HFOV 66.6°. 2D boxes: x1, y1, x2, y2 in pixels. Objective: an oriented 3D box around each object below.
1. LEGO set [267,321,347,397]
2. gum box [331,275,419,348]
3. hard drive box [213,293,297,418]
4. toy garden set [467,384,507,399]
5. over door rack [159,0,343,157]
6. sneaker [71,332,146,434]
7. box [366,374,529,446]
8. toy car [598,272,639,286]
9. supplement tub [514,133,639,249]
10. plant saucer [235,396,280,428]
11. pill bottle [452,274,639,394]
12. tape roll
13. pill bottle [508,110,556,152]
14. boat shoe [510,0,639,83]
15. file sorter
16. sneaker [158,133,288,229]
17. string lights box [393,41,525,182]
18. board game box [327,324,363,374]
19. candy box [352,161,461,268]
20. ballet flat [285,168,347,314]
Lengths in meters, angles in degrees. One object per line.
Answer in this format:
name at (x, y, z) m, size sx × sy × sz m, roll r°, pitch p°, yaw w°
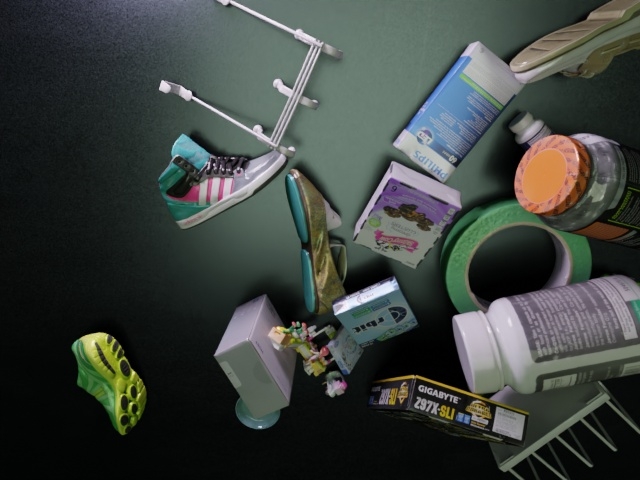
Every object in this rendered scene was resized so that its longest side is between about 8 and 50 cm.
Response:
LEGO set at (-0.015, 0.250, 1.178) m, size 0.107 × 0.132 × 0.287 m, roll -33°, pitch 125°, yaw 6°
gum box at (0.133, 0.175, 1.150) m, size 0.157 × 0.041 × 0.184 m, roll -24°, pitch 138°, yaw 9°
hard drive box at (-0.139, 0.259, 1.134) m, size 0.089 × 0.232 × 0.181 m, roll -26°, pitch 104°, yaw 10°
toy garden set at (0.535, 0.410, 1.249) m, size 0.204 × 0.049 × 0.244 m, roll -39°, pitch 102°, yaw 13°
over door rack at (-0.140, -0.351, 1.018) m, size 0.324 × 0.108 × 0.239 m, roll 29°, pitch 107°, yaw 8°
sneaker at (-0.547, 0.366, 1.266) m, size 0.124 × 0.109 × 0.295 m, roll -4°, pitch 111°, yaw 28°
box at (0.271, 0.391, 1.126) m, size 0.257 × 0.322 × 0.079 m, roll 17°, pitch 70°, yaw -4°
toy car at (0.752, 0.117, 1.146) m, size 0.225 × 0.053 × 0.238 m, roll 14°, pitch 107°, yaw -2°
supplement tub at (0.562, -0.098, 0.970) m, size 0.316 × 0.193 × 0.193 m, roll 11°, pitch 109°, yaw -22°
plant saucer at (-0.166, 0.448, 1.304) m, size 0.119 × 0.021 × 0.119 m, roll 1°, pitch 107°, yaw 3°
pill bottle at (0.480, 0.205, 1.026) m, size 0.361 × 0.204 × 0.204 m, roll -12°, pitch 107°, yaw 6°
tape roll at (0.446, 0.062, 1.129) m, size 0.322 × 0.077 × 0.321 m, roll 0°, pitch 107°, yaw 1°
pill bottle at (0.462, -0.218, 1.044) m, size 0.120 × 0.067 × 0.067 m, roll 42°, pitch 104°, yaw -10°
boat shoe at (0.518, -0.370, 0.952) m, size 0.302 × 0.113 × 0.103 m, roll -28°, pitch 118°, yaw -3°
file sorter at (0.546, 0.420, 1.129) m, size 0.173 × 0.193 × 0.277 m, roll 41°, pitch 107°, yaw -13°
sneaker at (-0.235, -0.163, 1.068) m, size 0.296 × 0.123 × 0.178 m, roll -28°, pitch 114°, yaw 12°
string lights box at (0.288, -0.266, 1.031) m, size 0.133 × 0.076 × 0.259 m, roll 36°, pitch 106°, yaw -9°
board game box at (0.062, 0.266, 1.203) m, size 0.020 × 0.090 × 0.090 m, roll -17°, pitch 108°, yaw 37°
candy box at (0.186, -0.050, 1.073) m, size 0.165 × 0.070 × 0.196 m, roll 23°, pitch 130°, yaw -5°
ballet flat at (0.000, 0.000, 1.119) m, size 0.123 × 0.123 × 0.348 m, roll -8°, pitch 106°, yaw 5°
